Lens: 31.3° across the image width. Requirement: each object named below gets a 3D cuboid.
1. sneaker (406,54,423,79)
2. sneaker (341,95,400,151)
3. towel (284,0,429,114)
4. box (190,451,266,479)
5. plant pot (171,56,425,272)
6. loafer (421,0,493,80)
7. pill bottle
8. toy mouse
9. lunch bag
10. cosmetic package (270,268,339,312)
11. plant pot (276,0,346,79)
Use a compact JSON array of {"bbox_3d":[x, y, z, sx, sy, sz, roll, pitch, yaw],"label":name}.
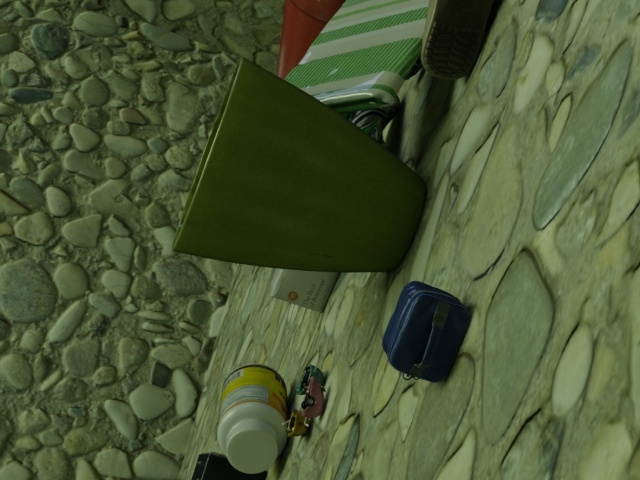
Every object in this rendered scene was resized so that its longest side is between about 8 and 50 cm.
[{"bbox_3d":[0.165,-0.389,1.856,0.108,0.100,0.272,23,-100,-68],"label":"sneaker"},{"bbox_3d":[0.059,-0.134,1.823,0.344,0.146,0.134,-59,-15,-44],"label":"sneaker"},{"bbox_3d":[0.072,-0.288,1.688,0.247,0.038,0.325,-6,38,40],"label":"towel"},{"bbox_3d":[-0.184,0.482,1.993,0.153,0.108,0.207,140,149,-74],"label":"box"},{"bbox_3d":[-0.018,-0.066,1.548,0.275,0.293,0.275,-160,90,-81],"label":"plant pot"},{"bbox_3d":[0.192,-0.348,1.504,0.092,0.101,0.269,-109,38,-67],"label":"loafer"},{"bbox_3d":[-0.113,0.301,1.917,0.215,0.117,0.117,-95,26,-70],"label":"pill bottle"},{"bbox_3d":[-0.013,0.233,1.726,0.161,0.031,0.143,-156,86,-81],"label":"toy mouse"},{"bbox_3d":[0.106,0.097,1.167,0.065,0.067,0.098,-116,45,-79],"label":"lunch bag"},{"bbox_3d":[0.000,0.000,1.943,0.060,0.098,0.239,-90,20,-67],"label":"cosmetic package"},{"bbox_3d":[0.039,-0.381,2.078,0.272,0.272,0.265,-82,7,-53],"label":"plant pot"}]
